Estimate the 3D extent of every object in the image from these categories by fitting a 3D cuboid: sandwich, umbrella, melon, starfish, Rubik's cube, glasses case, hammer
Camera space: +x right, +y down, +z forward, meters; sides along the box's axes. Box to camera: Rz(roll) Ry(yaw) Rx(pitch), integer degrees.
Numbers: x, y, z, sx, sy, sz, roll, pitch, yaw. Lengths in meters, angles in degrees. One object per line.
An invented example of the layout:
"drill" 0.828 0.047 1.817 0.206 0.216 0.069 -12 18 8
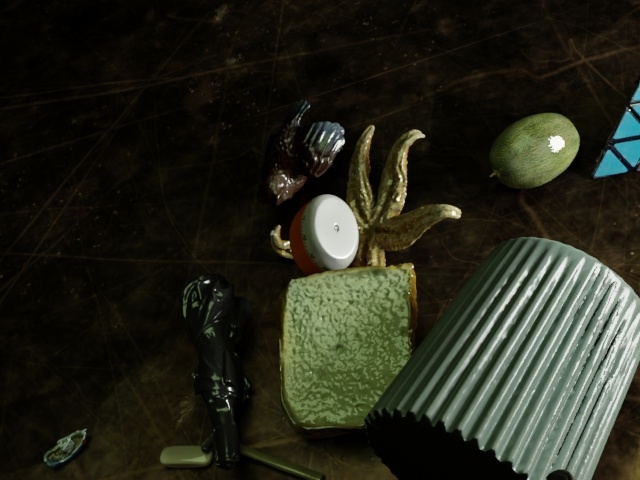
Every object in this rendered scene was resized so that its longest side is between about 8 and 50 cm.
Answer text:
"sandwich" 0.048 0.171 1.645 0.226 0.087 0.251 -7 71 11
"umbrella" -0.158 0.200 1.714 0.118 0.118 0.340 -15 51 7
"melon" 0.348 -0.146 1.802 0.167 0.114 0.114 -31 52 -8
"starfish" 0.075 -0.028 1.815 0.327 0.094 0.375 -25 51 16
"Rubik's cube" 0.581 -0.196 1.801 0.178 0.211 0.190 26 39 8
"glasses case" -0.207 0.334 1.687 0.083 0.021 0.032 -4 49 13
"hammer" -0.082 0.327 1.652 0.199 0.013 0.062 16 40 23

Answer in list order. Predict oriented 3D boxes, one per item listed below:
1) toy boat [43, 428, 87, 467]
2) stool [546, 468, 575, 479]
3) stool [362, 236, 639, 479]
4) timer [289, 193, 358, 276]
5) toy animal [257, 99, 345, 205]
"toy boat" -0.407 0.330 1.747 0.083 0.038 0.038 -39 53 -11
"stool" 0.246 0.469 1.226 0.310 0.226 0.310 -35 28 32
"stool" 0.267 0.196 1.476 0.297 0.297 0.330 21 59 29
"timer" 0.000 0.000 1.730 0.099 0.136 0.136 14 52 -17
"toy animal" -0.060 -0.148 1.911 0.218 0.116 0.179 -5 36 49
